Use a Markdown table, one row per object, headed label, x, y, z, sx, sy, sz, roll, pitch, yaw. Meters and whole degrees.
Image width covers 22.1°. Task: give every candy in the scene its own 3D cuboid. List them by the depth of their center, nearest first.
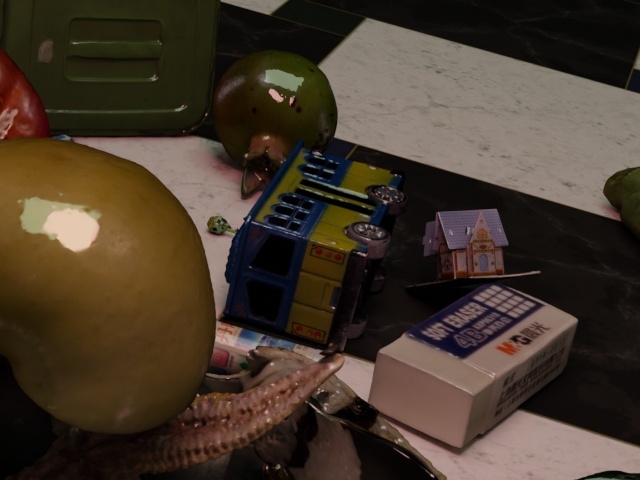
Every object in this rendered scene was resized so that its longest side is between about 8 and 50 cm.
| label | x | y | z | sx | sy | sz | roll | pitch | yaw |
| --- | --- | --- | --- | --- | --- | --- | --- | --- | --- |
| candy | -0.105 | -0.009 | 2.088 | 0.083 | 0.025 | 0.023 | 24 | 69 | 6 |

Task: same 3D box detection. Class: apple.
| label | x | y | z | sx | sy | sz | roll | pitch | yaw |
| --- | --- | --- | --- | --- | --- | --- | --- | --- | --- |
| apple | -0.238 | 0.030 | 1.367 | 0.295 | 0.233 | 0.258 | 1 | 31 | 19 |

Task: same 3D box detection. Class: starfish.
| label | x | y | z | sx | sy | sz | roll | pitch | yaw |
| --- | --- | --- | --- | --- | --- | --- | --- | --- | --- |
| starfish | -0.196 | 0.174 | 1.454 | 0.384 | 0.132 | 0.398 | 0 | 26 | 31 |

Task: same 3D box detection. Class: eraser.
| label | x | y | z | sx | sy | sz | roll | pitch | yaw |
| --- | --- | --- | --- | --- | --- | --- | --- | --- | --- |
| eraser | 0.175 | 0.134 | 1.836 | 0.124 | 0.081 | 0.279 | 24 | 27 | 25 |

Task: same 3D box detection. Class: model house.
| label | x | y | z | sx | sy | sz | roll | pitch | yaw |
| --- | --- | --- | --- | --- | --- | --- | --- | --- | --- |
| model house | 0.180 | 0.009 | 2.011 | 0.117 | 0.088 | 0.167 | -4 | -5 | -23 |

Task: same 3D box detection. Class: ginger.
| label | x | y | z | sx | sy | sz | roll | pitch | yaw |
| --- | --- | --- | --- | --- | --- | --- | --- | --- | --- |
| ginger | 0.505 | -0.032 | 2.349 | 0.137 | 0.089 | 0.290 | 16 | 22 | -13 |

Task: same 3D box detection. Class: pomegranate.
| label | x | y | z | sx | sy | sz | roll | pitch | yaw |
| --- | --- | --- | --- | --- | --- | --- | --- | --- | --- |
| pomegranate | -0.067 | -0.155 | 2.257 | 0.181 | 0.181 | 0.224 | 12 | 44 | -2 |

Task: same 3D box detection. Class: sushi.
| label | x | y | z | sx | sy | sz | roll | pitch | yaw |
| --- | --- | --- | --- | --- | --- | --- | --- | --- | --- |
| sushi | 0.014 | 0.193 | 1.548 | 0.273 | 0.134 | 0.109 | 33 | 27 | 24 |

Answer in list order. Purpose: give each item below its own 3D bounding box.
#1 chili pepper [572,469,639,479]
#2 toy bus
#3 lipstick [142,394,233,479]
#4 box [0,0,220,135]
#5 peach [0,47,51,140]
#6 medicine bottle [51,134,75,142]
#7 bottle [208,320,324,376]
| label | x | y | z | sx | sy | sz | roll | pitch | yaw |
| --- | --- | --- | --- | --- | --- | --- | --- | --- | --- |
| chili pepper | 0.309 | 0.272 | 1.630 | 0.279 | 0.065 | 0.122 | 3 | 35 | -17 |
| toy bus | 0.000 | 0.000 | 1.974 | 0.175 | 0.138 | 0.288 | 16 | 25 | 6 |
| lipstick | -0.183 | 0.151 | 1.634 | 0.077 | 0.076 | 0.289 | 4 | 27 | -37 |
| box | -0.325 | -0.289 | 2.323 | 0.328 | 0.253 | 0.178 | -2 | 19 | -31 |
| peach | -0.476 | -0.063 | 1.621 | 0.353 | 0.339 | 0.416 | -28 | 21 | -36 |
| medicine bottle | -0.394 | -0.096 | 2.097 | 0.051 | 0.051 | 0.191 | 28 | 29 | 31 |
| bottle | -0.101 | 0.120 | 1.764 | 0.217 | 0.060 | 0.060 | 14 | 24 | 5 |
